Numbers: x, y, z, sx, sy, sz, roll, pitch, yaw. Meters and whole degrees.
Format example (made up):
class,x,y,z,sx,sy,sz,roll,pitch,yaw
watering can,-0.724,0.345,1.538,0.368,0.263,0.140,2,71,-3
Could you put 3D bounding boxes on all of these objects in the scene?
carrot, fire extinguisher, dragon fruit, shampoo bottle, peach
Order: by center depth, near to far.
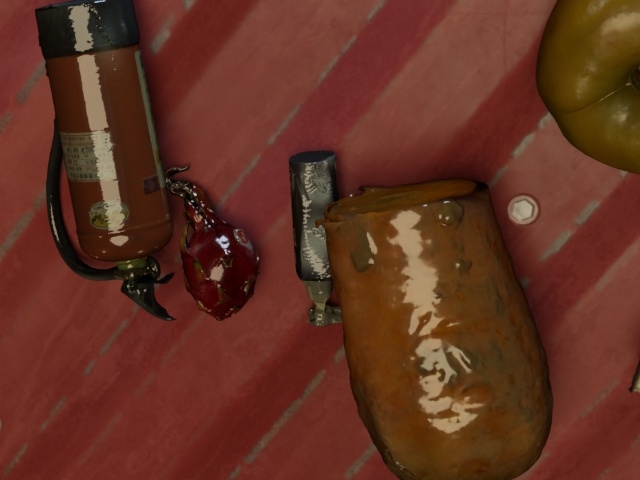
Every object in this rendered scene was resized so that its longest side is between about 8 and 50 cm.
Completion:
class,x,y,z,sx,sy,sz,roll,pitch,yaw
peach,0.351,-0.185,1.742,0.251,0.153,0.251,11,117,24
carrot,0.134,0.105,1.840,0.224,0.224,0.341,-10,99,14
fire extinguisher,-0.252,-0.094,1.916,0.113,0.200,0.376,-14,100,-24
shampoo bottle,-0.001,0.000,1.916,0.063,0.057,0.208,-2,109,4
dragon fruit,-0.130,-0.001,1.929,0.094,0.094,0.190,-19,91,17

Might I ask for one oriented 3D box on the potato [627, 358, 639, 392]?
class,x,y,z,sx,sy,sz,roll,pitch,yaw
potato,0.391,0.138,1.849,0.061,0.122,0.086,26,107,7
